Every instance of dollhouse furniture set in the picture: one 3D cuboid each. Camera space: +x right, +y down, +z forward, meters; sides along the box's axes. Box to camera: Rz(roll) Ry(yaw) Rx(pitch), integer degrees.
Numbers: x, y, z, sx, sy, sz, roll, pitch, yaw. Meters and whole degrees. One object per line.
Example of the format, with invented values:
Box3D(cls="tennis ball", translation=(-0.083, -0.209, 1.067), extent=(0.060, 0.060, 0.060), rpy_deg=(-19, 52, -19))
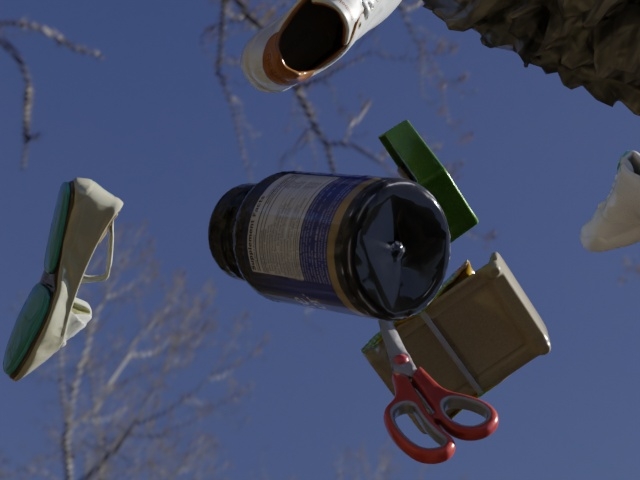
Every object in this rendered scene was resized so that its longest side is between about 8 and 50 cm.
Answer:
Box3D(cls="dollhouse furniture set", translation=(0.114, 0.048, 1.718), extent=(0.197, 0.151, 0.301), rpy_deg=(-34, -63, 2))

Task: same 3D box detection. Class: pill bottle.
Box3D(cls="pill bottle", translation=(0.000, 0.000, 1.289), extent=(0.219, 0.123, 0.123), rpy_deg=(7, -45, 51))

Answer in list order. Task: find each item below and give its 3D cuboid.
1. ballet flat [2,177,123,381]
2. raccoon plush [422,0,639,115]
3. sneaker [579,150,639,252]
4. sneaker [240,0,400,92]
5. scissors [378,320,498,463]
Box3D(cls="ballet flat", translation=(-0.286, 0.052, 1.649), extent=(0.086, 0.086, 0.248), rpy_deg=(23, -79, 11))
Box3D(cls="raccoon plush", translation=(0.194, -0.161, 0.372), extent=(0.446, 0.216, 0.299), rpy_deg=(40, -53, 24))
Box3D(cls="sneaker", translation=(0.334, -0.047, 1.541), extent=(0.094, 0.080, 0.212), rpy_deg=(65, -21, 2))
Box3D(cls="sneaker", translation=(0.039, -0.279, 1.684), extent=(0.106, 0.290, 0.123), rpy_deg=(46, -15, -18))
Box3D(cls="scissors", translation=(0.081, 0.140, 1.534), extent=(0.297, 0.109, 0.021), rpy_deg=(-133, -150, -53))
